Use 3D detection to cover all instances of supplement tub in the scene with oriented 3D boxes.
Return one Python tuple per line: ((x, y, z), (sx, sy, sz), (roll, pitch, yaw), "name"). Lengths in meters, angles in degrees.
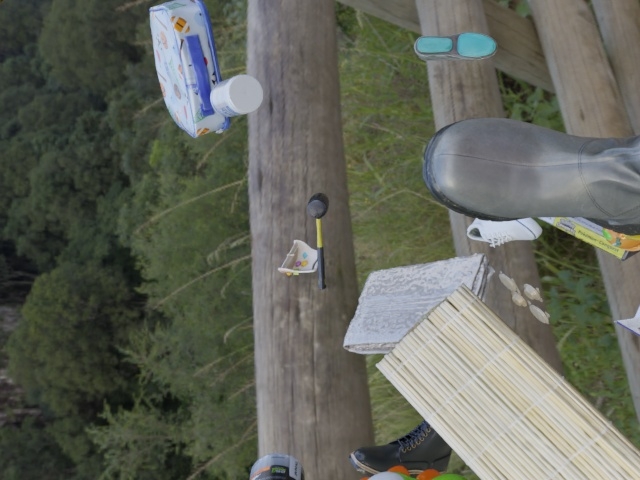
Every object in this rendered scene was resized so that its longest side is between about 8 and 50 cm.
((-0.158, -0.270, 1.071), (0.107, 0.071, 0.070), (15, 97, 61), "supplement tub")
((-0.090, 0.530, 1.134), (0.190, 0.117, 0.116), (-92, 21, -68), "supplement tub")

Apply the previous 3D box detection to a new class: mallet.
((0.000, 0.000, 1.097), (0.062, 0.039, 0.189), (-79, -13, -63), "mallet")

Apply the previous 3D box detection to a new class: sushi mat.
((0.222, 0.206, 0.656), (0.151, 0.019, 0.316), (-46, 68, 5), "sushi mat")

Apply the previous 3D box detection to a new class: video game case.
((0.666, -0.057, 1.359), (0.248, 0.275, 0.035), (36, 129, 38), "video game case")

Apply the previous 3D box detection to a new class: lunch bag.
((-0.294, -0.386, 1.304), (0.243, 0.115, 0.303), (34, 140, 55), "lunch bag")

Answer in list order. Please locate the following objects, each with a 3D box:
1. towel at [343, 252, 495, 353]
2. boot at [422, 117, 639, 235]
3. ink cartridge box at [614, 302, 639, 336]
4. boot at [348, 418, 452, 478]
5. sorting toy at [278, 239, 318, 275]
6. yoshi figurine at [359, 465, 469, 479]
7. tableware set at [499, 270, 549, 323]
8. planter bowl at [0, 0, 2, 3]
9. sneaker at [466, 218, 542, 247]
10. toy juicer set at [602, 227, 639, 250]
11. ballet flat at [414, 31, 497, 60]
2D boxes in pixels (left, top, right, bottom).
((0.179, 0.121, 1.065), (0.282, 0.049, 0.187), (-12, 42, 42), "towel")
((0.213, -0.058, 0.402), (0.161, 0.247, 0.083), (158, 118, -73), "boot")
((0.795, 0.146, 1.153), (0.333, 0.165, 0.065), (-22, 48, 53), "ink cartridge box")
((0.159, 0.355, 1.026), (0.077, 0.198, 0.136), (44, 118, 58), "boot")
((-0.035, 0.045, 1.206), (0.075, 0.044, 0.083), (4, 49, 32), "sorting toy")
((0.023, 0.383, 0.673), (0.203, 0.363, 0.202), (66, -171, -62), "yoshi figurine")
((0.563, 0.155, 1.575), (0.020, 0.141, 0.169), (-39, 34, -8), "tableware set")
((-0.402, -0.287, 0.604), (0.217, 0.090, 0.217), (-8, 58, 13), "planter bowl")
((0.480, -0.021, 1.507), (0.091, 0.094, 0.258), (-48, 12, -7), "sneaker")
((0.573, -0.007, 0.806), (0.209, 0.329, 0.089), (68, -158, -75), "toy juicer set")
((0.356, -0.508, 1.509), (0.213, 0.068, 0.072), (7, 90, 15), "ballet flat")
